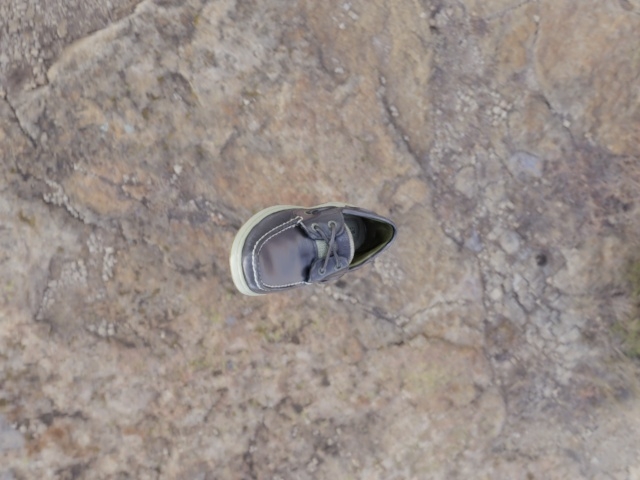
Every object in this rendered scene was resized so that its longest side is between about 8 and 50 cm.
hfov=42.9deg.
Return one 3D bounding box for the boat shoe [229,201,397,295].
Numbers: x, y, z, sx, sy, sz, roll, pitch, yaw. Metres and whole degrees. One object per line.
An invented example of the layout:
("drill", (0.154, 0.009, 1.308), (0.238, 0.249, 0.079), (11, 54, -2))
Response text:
("boat shoe", (0.000, 0.000, 0.537), (0.152, 0.049, 0.056), (-24, 110, -55))
